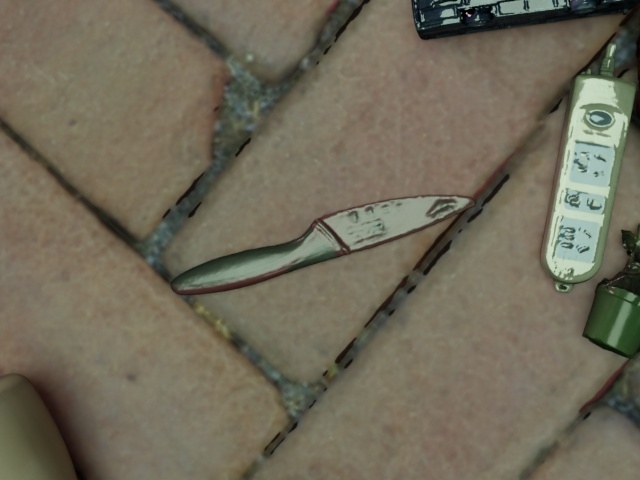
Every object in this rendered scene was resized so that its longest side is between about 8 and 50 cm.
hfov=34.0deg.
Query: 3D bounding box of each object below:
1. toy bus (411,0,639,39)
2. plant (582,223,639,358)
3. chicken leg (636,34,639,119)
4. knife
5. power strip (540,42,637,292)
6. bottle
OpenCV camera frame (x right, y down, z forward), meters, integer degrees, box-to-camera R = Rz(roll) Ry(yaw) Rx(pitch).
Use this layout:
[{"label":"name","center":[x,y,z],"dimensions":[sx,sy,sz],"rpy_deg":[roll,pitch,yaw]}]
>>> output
[{"label":"toy bus","center":[0.151,-0.183,0.778],"dimensions":[0.166,0.065,0.047],"rpy_deg":[-6,88,9]},{"label":"plant","center":[0.232,0.034,0.774],"dimensions":[0.051,0.051,0.102],"rpy_deg":[24,86,7]},{"label":"chicken leg","center":[0.281,-0.151,0.760],"dimensions":[0.105,0.063,0.233],"rpy_deg":[7,87,-21]},{"label":"knife","center":[0.000,0.000,0.820],"dimensions":[0.247,0.018,0.035],"rpy_deg":[-17,84,4]},{"label":"power strip","center":[0.201,-0.054,0.787],"dimensions":[0.048,0.030,0.191],"rpy_deg":[11,91,6]},{"label":"bottle","center":[-0.234,0.233,0.786],"dimensions":[0.147,0.147,0.236],"rpy_deg":[-27,94,6]}]
